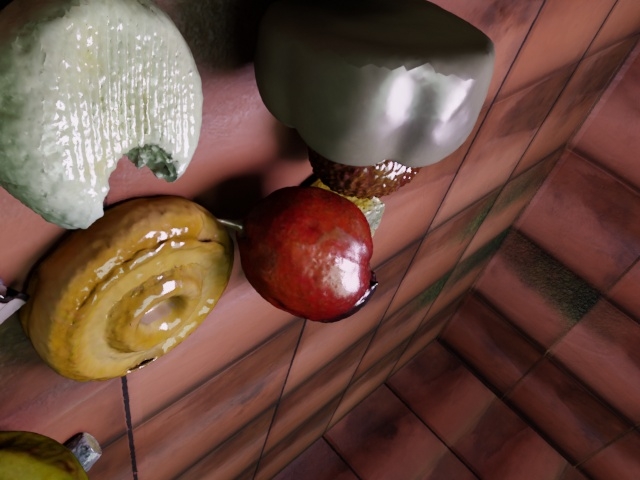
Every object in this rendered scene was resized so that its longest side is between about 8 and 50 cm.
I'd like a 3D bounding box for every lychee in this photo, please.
[{"bbox_3d":[0.067,-0.150,0.780,0.194,0.194,0.194,-37,155,-21],"label":"lychee"}]

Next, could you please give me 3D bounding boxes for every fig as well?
[{"bbox_3d":[-0.440,0.395,0.725,0.240,0.239,0.271,-22,154,-44],"label":"fig"}]

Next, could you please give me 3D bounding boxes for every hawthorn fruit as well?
[{"bbox_3d":[-0.038,0.012,0.768,0.252,0.189,0.189,22,115,-22],"label":"hawthorn fruit"}]

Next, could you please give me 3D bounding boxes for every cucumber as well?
[{"bbox_3d":[-0.440,0.392,0.934,0.112,0.064,0.064,-49,157,-2],"label":"cucumber"}]

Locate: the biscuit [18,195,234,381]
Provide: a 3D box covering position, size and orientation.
[{"bbox_3d":[-0.240,0.075,0.721,0.296,0.102,0.296,-37,153,-23],"label":"biscuit"}]

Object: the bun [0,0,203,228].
[{"bbox_3d":[-0.201,-0.113,0.450,0.212,0.127,0.203,9,95,-69],"label":"bun"}]

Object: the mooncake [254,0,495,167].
[{"bbox_3d":[0.058,-0.190,0.598,0.275,0.275,0.135,-29,143,-36],"label":"mooncake"}]

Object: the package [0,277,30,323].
[{"bbox_3d":[-0.418,0.083,0.479,0.204,0.062,0.250,-44,153,-10],"label":"package"}]

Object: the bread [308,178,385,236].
[{"bbox_3d":[0.000,0.000,0.974,0.257,0.124,0.186,-47,157,4],"label":"bread"}]
